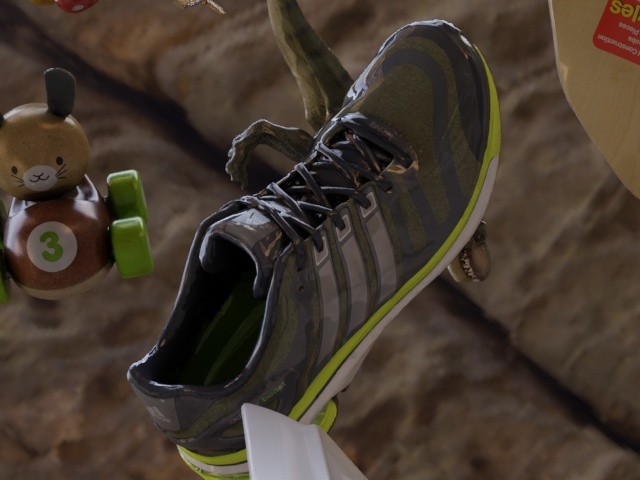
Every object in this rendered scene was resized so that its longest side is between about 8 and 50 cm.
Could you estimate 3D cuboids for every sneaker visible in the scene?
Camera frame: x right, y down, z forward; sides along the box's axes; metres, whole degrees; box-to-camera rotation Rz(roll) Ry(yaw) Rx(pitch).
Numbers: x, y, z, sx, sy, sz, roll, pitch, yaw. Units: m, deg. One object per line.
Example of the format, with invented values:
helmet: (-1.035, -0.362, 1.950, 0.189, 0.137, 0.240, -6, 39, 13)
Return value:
sneaker: (0.000, 0.000, 1.003, 0.300, 0.111, 0.121, -60, -31, -8)

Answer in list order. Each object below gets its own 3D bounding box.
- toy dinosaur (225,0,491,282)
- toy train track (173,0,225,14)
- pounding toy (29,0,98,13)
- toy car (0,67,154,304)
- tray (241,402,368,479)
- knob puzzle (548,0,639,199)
toy dinosaur: (0.005, -0.060, 1.172, 0.118, 0.064, 0.268, -36, -64, 7)
toy train track: (-0.098, -0.196, 1.411, 0.014, 0.048, 0.083, -57, -3, 19)
pounding toy: (-0.286, -0.258, 1.714, 0.237, 0.183, 0.110, -26, -73, 14)
toy car: (-0.238, -0.058, 1.515, 0.155, 0.149, 0.188, -12, -54, -2)
tray: (0.025, 0.159, 0.808, 0.030, 0.270, 0.145, -39, -77, 5)
knob puzzle: (0.213, -0.113, 0.982, 0.213, 0.213, 0.030, -53, 7, 3)
